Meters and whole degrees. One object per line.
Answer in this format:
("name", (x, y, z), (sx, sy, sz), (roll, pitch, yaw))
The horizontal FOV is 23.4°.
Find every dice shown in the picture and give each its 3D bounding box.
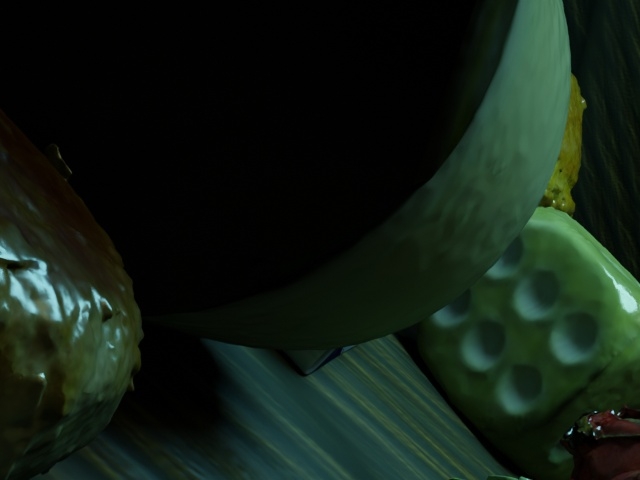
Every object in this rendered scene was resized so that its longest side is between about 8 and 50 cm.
("dice", (0.194, 0.088, 1.264), (0.169, 0.166, 0.169), (30, 16, -53))

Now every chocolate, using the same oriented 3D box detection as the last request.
("chocolate", (-0.025, -0.110, 0.772), (0.314, 0.326, 0.297), (12, 0, 23))

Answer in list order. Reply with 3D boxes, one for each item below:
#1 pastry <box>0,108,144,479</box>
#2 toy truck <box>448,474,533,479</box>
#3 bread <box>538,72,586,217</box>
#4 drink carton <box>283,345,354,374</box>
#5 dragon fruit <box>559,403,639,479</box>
("pastry", (-0.144, -0.006, 0.519), (0.182, 0.093, 0.192), (37, 11, -46))
("toy truck", (0.090, 0.158, 0.807), (0.100, 0.077, 0.169), (13, 1, 23))
("bread", (0.081, -0.098, 1.363), (0.312, 0.172, 0.312), (17, -11, 3))
("drink carton", (-0.001, -0.001, 1.051), (0.134, 0.102, 0.222), (43, 10, 7))
("dragon fruit", (0.248, 0.197, 1.021), (0.172, 0.172, 0.209), (33, 19, -47))
